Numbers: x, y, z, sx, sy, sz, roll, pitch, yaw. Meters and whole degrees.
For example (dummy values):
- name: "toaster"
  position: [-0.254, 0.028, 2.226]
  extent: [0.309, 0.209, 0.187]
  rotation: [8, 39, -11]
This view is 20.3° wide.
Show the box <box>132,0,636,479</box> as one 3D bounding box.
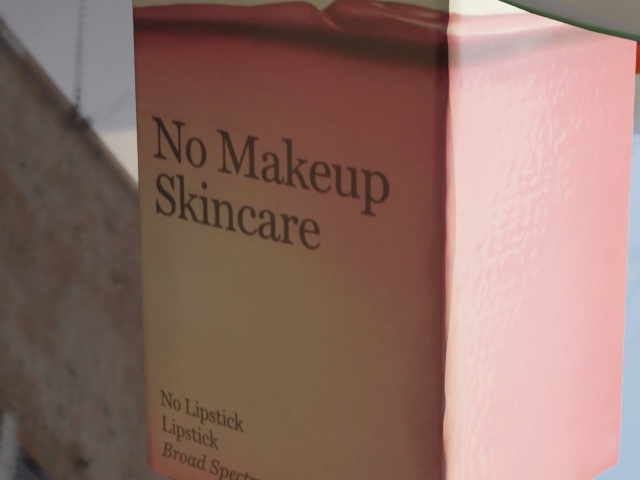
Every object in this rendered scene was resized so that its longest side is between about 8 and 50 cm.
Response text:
- name: "box"
  position: [0.024, -0.020, 0.663]
  extent: [0.148, 0.232, 0.127]
  rotation: [12, -160, 38]

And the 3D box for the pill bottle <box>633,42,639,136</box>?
- name: "pill bottle"
  position: [0.125, -0.218, 1.041]
  extent: [0.181, 0.323, 0.181]
  rotation: [-4, -178, 0]

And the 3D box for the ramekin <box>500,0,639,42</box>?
- name: "ramekin"
  position: [0.065, -0.174, 0.266]
  extent: [0.303, 0.303, 0.148]
  rotation: [-6, -146, 50]
